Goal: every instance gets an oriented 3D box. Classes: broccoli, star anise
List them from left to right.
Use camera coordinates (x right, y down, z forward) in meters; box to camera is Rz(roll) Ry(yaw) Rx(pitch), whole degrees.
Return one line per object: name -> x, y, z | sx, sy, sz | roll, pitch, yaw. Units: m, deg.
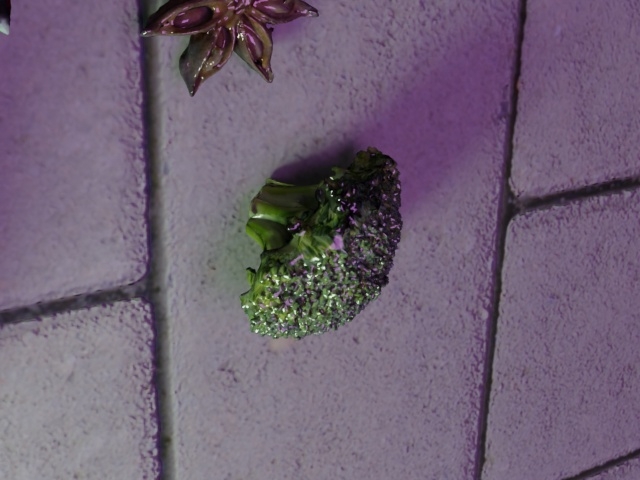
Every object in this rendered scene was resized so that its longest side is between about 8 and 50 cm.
star anise -> -0.088, -0.242, 1.168 | 0.172, 0.063, 0.208 | 34, 87, -43
broccoli -> 0.003, 0.000, 1.266 | 0.176, 0.198, 0.226 | 2, 80, 0

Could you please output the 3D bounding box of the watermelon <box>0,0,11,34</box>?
watermelon -> -0.327, -0.246, 0.849 | 0.224, 0.305, 0.180 | -43, 130, -10
